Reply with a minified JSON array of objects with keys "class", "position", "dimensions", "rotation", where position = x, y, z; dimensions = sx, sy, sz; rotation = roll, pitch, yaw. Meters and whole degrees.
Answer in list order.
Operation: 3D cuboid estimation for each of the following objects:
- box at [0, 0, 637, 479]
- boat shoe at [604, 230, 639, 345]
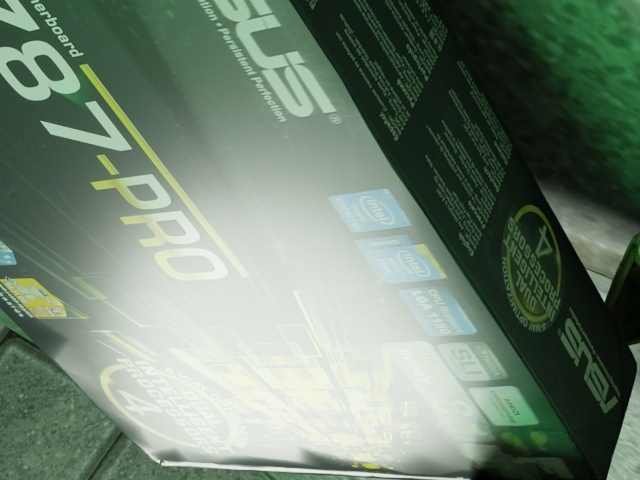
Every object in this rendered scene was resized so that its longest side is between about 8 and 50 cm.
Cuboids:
[{"class":"box","position":[-0.059,-0.024,0.683],"dimensions":[0.318,0.097,0.395],"rotation":[-5,135,35]},{"class":"boat shoe","position":[0.173,0.017,0.668],"dimensions":[0.056,0.048,0.153],"rotation":[33,166,3]}]
